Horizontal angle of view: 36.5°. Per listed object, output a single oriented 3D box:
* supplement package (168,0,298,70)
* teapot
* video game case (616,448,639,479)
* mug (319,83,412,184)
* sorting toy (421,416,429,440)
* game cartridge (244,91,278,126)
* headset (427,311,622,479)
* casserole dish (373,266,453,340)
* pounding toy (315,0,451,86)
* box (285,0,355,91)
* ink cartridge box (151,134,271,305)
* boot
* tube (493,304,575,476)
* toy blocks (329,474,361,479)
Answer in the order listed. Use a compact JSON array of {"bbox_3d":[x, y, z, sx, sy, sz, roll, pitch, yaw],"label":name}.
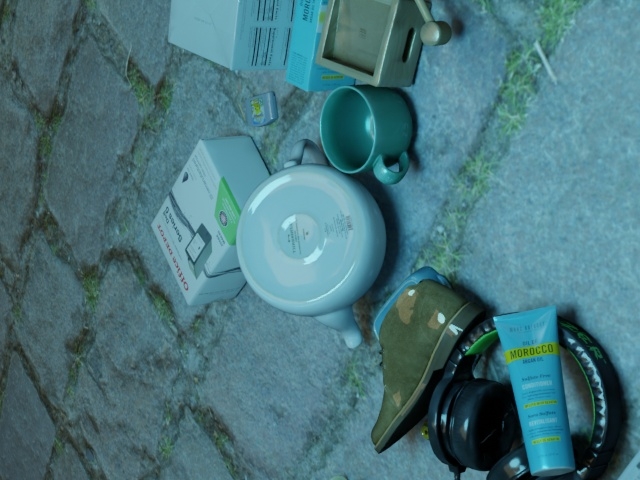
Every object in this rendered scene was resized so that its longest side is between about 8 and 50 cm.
[{"bbox_3d":[-0.106,-0.369,1.564,0.194,0.203,0.149,31,120,44],"label":"supplement package"},{"bbox_3d":[0.000,0.000,1.534,0.252,0.187,0.256,33,97,22],"label":"teapot"},{"bbox_3d":[0.448,0.420,1.157,0.300,0.036,0.329,49,132,34],"label":"video game case"},{"bbox_3d":[0.078,-0.156,1.460,0.129,0.097,0.157,-10,90,52],"label":"mug"},{"bbox_3d":[0.186,0.278,1.456,0.102,0.042,0.061,-52,57,43],"label":"sorting toy"},{"bbox_3d":[-0.108,-0.233,1.747,0.083,0.017,0.056,-6,96,52],"label":"game cartridge"},{"bbox_3d":[0.262,0.284,1.321,0.243,0.185,0.394,37,110,37],"label":"headset"},{"bbox_3d":[0.140,0.123,1.489,0.114,0.037,0.188,60,138,25],"label":"casserole dish"},{"bbox_3d":[0.114,-0.314,1.395,0.206,0.094,0.181,28,114,35],"label":"pounding toy"},{"bbox_3d":[0.018,-0.356,1.493,0.060,0.100,0.244,33,122,42],"label":"box"},{"bbox_3d":[-0.191,-0.034,1.813,0.273,0.115,0.198,-52,58,44],"label":"ink cartridge box"},{"bbox_3d":[0.131,0.185,1.432,0.115,0.112,0.305,36,123,21],"label":"boot"},{"bbox_3d":[0.271,0.185,1.202,0.080,0.052,0.207,-10,65,11],"label":"tube"},{"bbox_3d":[0.077,0.464,1.623,0.148,0.054,0.123,-3,94,52],"label":"toy blocks"}]
